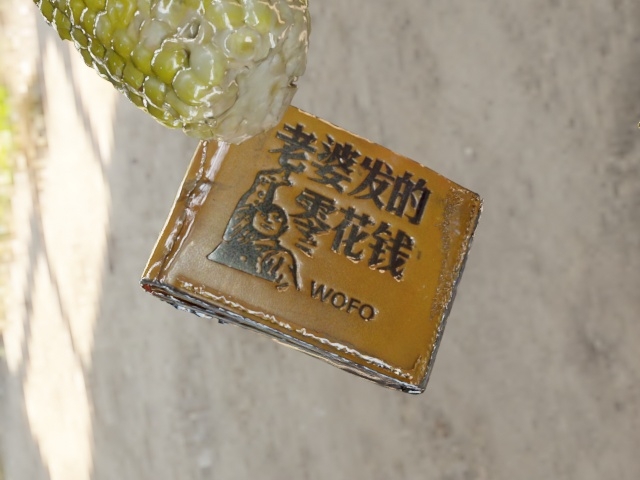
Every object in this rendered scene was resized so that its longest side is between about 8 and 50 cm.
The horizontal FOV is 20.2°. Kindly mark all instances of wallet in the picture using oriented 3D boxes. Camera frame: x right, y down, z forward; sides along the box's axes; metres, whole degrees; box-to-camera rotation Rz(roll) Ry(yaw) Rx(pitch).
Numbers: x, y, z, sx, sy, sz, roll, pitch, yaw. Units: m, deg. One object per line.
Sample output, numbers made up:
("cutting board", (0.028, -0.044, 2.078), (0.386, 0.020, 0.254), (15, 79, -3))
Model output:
("wallet", (0.001, -0.002, 1.154), (0.042, 0.195, 0.161), (127, 165, -58))

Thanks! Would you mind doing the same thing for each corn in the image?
("corn", (-0.111, -0.157, 0.664), (0.320, 0.097, 0.097), (49, 146, 26))

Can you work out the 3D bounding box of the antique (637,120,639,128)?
("antique", (0.307, -0.098, 1.136), (0.148, 0.147, 0.152), (46, 118, 23))
